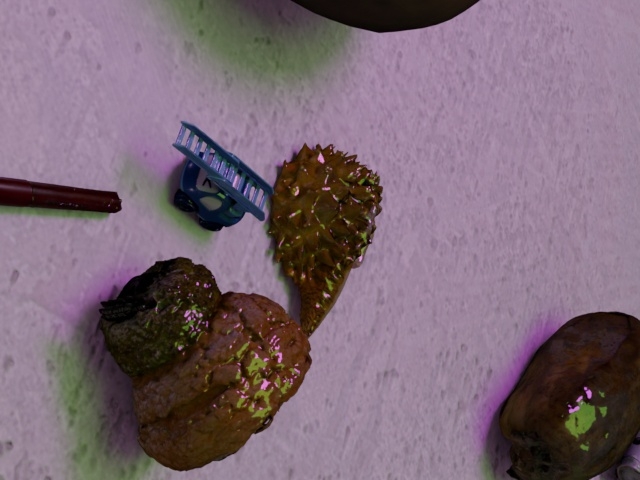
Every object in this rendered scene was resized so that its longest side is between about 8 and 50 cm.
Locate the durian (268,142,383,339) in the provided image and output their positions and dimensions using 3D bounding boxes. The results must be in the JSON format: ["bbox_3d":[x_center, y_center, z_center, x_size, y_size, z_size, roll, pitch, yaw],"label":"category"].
[{"bbox_3d":[0.013,0.001,1.557,0.140,0.078,0.224,23,67,-46],"label":"durian"}]

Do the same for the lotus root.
[{"bbox_3d":[0.329,0.197,1.848,0.152,0.160,0.275,56,46,-15],"label":"lotus root"}]

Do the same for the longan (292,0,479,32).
[{"bbox_3d":[0.063,-0.411,1.468,0.404,0.336,0.405,-6,99,-42],"label":"longan"}]

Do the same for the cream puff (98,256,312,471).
[{"bbox_3d":[-0.121,0.093,1.333,0.169,0.183,0.183,52,48,-15],"label":"cream puff"}]

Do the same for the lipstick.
[{"bbox_3d":[-0.241,-0.038,1.305,0.176,0.027,0.027,6,81,-51],"label":"lipstick"}]

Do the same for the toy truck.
[{"bbox_3d":[-0.110,-0.063,1.424,0.136,0.074,0.063,38,58,-40],"label":"toy truck"}]

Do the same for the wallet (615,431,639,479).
[{"bbox_3d":[0.469,0.273,2.072,0.231,0.069,0.170,-56,143,-34],"label":"wallet"}]
